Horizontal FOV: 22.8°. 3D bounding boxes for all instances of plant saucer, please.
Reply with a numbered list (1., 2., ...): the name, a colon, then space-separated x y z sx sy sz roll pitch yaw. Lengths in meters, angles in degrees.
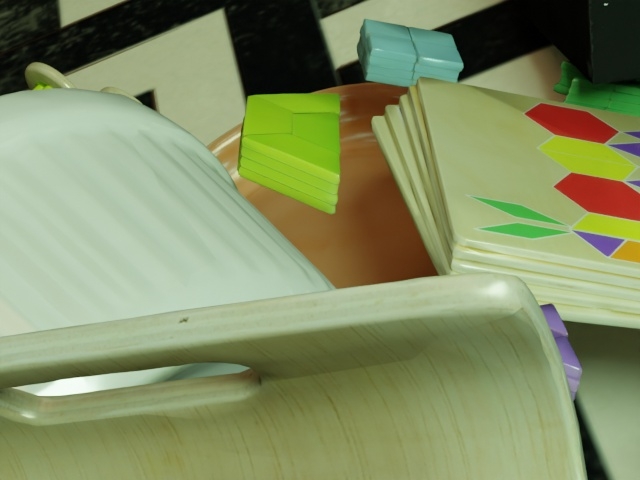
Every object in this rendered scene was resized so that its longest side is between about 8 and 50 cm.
1. plant saucer: 0.000 0.000 0.791 0.200 0.037 0.200 -15 42 14

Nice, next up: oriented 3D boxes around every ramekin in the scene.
1. ramekin: -0.093 0.093 0.578 0.127 0.273 0.273 33 66 33

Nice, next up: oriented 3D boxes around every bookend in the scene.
1. bookend: 0.187 -0.144 0.795 0.157 0.072 0.156 -8 23 -4

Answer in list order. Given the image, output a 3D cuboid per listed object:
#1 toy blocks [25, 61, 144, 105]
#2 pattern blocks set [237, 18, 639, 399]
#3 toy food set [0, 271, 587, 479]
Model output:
1. toy blocks: -0.175 -0.028 0.900 0.123 0.054 0.148 20 59 40
2. pattern blocks set: 0.106 -0.014 0.649 0.285 0.026 0.325 14 26 1
3. toy food set: -0.039 0.171 0.364 0.219 0.092 0.306 -9 79 18
